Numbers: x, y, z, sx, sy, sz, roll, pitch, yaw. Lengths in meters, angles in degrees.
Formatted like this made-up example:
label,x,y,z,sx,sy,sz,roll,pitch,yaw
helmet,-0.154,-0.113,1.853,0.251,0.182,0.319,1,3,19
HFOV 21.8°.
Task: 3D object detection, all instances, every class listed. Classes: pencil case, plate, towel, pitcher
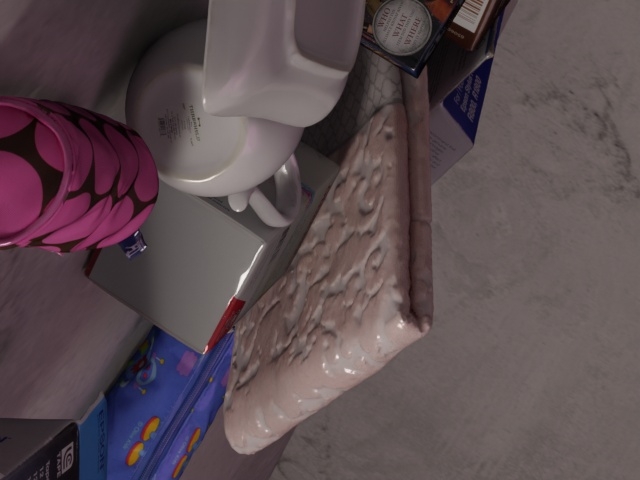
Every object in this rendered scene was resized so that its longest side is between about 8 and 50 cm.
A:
label,x,y,z,sx,sy,sz,roll,pitch,yaw
pencil case,-0.156,0.160,1.698,0.306,0.119,0.133,-58,-164,-2
pencil case,-0.164,-0.033,1.021,0.098,0.095,0.209,-42,171,6
plate,-0.007,-0.210,1.039,0.278,0.045,0.277,-10,106,-77
towel,0.000,0.000,1.512,0.332,0.053,0.317,-42,-139,53
pitcher,-0.059,-0.080,1.226,0.207,0.125,0.177,-48,126,-70

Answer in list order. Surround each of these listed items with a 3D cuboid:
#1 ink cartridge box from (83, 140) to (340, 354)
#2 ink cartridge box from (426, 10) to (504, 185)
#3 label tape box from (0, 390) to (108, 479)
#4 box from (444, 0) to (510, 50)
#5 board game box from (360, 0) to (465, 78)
label,x,y,z,sx,sy,sz,roll,pitch,yaw
ink cartridge box,-0.088,-0.017,1.402,0.128,0.127,0.176,-62,172,30
ink cartridge box,0.109,-0.163,1.677,0.330,0.071,0.324,-41,-159,39
label tape box,-0.265,0.266,1.166,0.348,0.115,0.249,-42,139,-69
box,0.130,-0.314,1.453,0.203,0.167,0.168,-54,171,-31
board game box,0.067,-0.268,1.252,0.243,0.165,0.042,-59,172,0
